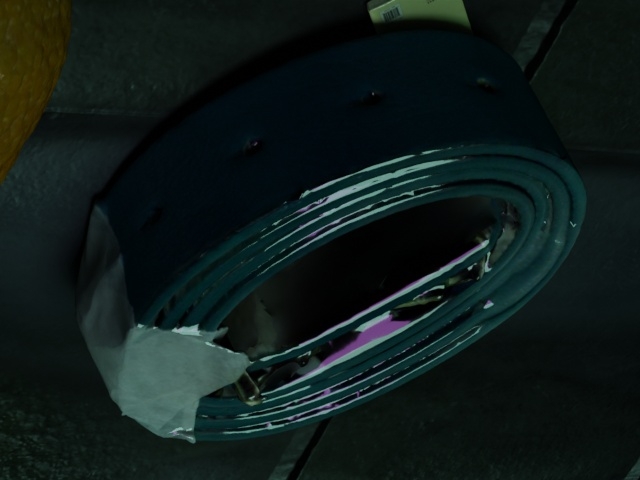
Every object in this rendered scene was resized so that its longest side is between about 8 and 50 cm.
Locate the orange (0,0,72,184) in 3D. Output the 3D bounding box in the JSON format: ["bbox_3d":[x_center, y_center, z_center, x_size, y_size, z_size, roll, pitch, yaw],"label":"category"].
[{"bbox_3d":[-0.330,-0.157,1.176,0.357,0.322,0.322,21,121,-39],"label":"orange"}]

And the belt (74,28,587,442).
[{"bbox_3d":[0.001,-0.001,1.670,0.436,0.173,0.300,-31,140,6],"label":"belt"}]

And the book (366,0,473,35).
[{"bbox_3d":[0.086,-0.176,1.649,0.077,0.014,0.111,-25,141,-1],"label":"book"}]
